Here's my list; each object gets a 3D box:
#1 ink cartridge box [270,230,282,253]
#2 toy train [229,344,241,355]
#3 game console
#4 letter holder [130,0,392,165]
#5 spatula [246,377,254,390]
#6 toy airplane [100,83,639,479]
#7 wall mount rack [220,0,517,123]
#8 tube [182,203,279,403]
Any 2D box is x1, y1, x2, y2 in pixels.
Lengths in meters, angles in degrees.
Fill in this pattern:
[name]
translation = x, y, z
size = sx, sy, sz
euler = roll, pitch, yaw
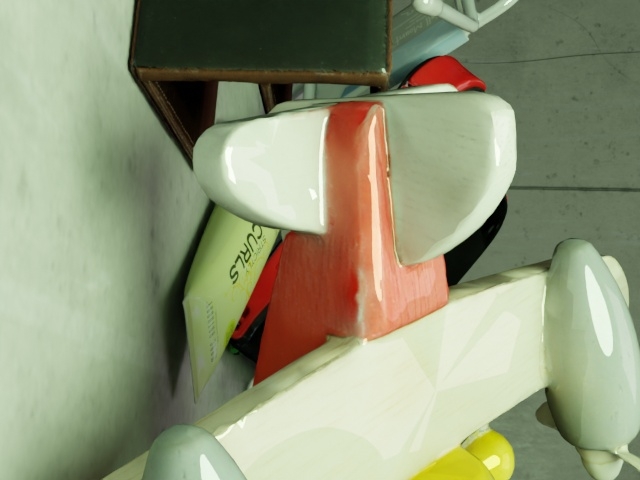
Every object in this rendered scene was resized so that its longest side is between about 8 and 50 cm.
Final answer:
[ink cartridge box]
translation = 0.000, 0.000, 1.218
size = 0.273, 0.115, 0.198
euler = -79, 170, -62
[toy train]
translation = -0.074, 0.070, 0.891
size = 0.017, 0.024, 0.083
euler = -56, 148, -81
[game console]
translation = 0.068, 0.016, 0.986
size = 0.342, 0.060, 0.386
euler = -49, 154, -6
[letter holder]
translation = -0.024, -0.214, 0.669
size = 0.214, 0.152, 0.301
euler = 81, 11, -75
[spatula]
translation = -0.023, 0.156, 0.903
size = 0.168, 0.019, 0.242
euler = -59, 151, -8
[toy airplane]
translation = 0.052, 0.104, 0.503
size = 0.386, 0.272, 0.384
euler = -52, 145, -11
[wall mount rack]
translation = 0.037, -0.195, 0.900
size = 0.130, 0.350, 0.304
euler = 45, 27, -29
[tube]
translation = -0.071, 0.016, 0.743
size = 0.070, 0.062, 0.240
euler = 46, 29, -18
